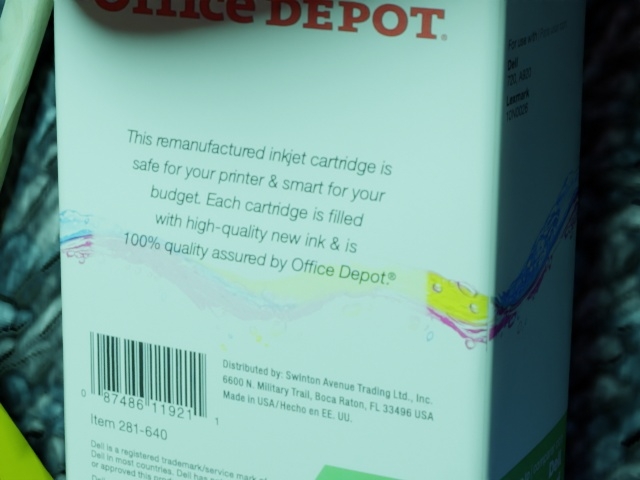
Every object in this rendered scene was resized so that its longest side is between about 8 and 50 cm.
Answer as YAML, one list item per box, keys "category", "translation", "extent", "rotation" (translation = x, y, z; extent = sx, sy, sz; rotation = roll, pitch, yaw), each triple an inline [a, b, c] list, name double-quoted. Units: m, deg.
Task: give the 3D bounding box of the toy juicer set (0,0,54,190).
- category: "toy juicer set"
  translation: [-0.281, -0.058, 0.917]
  extent: [0.329, 0.089, 0.209]
  rotation: [8, 106, 25]

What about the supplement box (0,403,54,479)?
- category: "supplement box"
  translation: [-0.266, 0.153, 0.863]
  extent: [0.194, 0.195, 0.356]
  rotation: [-25, 103, 30]

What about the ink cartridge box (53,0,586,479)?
- category: "ink cartridge box"
  translation: [0.000, 0.000, 0.766]
  extent: [0.201, 0.117, 0.278]
  rotation: [8, 107, 26]
